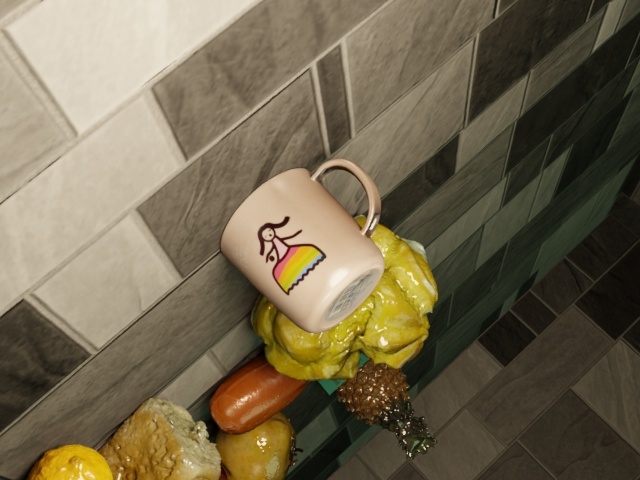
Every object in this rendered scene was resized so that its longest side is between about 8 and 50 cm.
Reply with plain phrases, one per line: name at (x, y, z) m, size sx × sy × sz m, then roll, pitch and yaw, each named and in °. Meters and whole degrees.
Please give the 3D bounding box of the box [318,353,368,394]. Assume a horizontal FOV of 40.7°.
box at (0.075, 0.285, 2.227) m, size 0.229 × 0.041 × 0.162 m, roll -42°, pitch 147°, yaw -7°

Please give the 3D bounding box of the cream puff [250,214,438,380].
cream puff at (0.064, 0.144, 1.642) m, size 0.378 × 0.275 × 0.378 m, roll -38°, pitch 161°, yaw -15°

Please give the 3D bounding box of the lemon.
lemon at (-0.421, 0.419, 1.428) m, size 0.142 × 0.142 × 0.187 m, roll -18°, pitch 153°, yaw -51°

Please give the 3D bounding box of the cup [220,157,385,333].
cup at (0.000, 0.000, 1.341) m, size 0.253 × 0.200 × 0.191 m, roll -49°, pitch 159°, yaw 10°

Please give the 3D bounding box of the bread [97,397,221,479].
bread at (-0.292, 0.420, 1.597) m, size 0.246 × 0.195 × 0.176 m, roll -48°, pitch 156°, yaw 7°

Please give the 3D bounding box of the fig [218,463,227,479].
fig at (-0.289, 0.505, 1.815) m, size 0.203 × 0.186 × 0.250 m, roll -41°, pitch 146°, yaw -46°

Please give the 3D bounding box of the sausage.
sausage at (-0.122, 0.309, 1.815) m, size 0.258 × 0.133 × 0.133 m, roll -30°, pitch 155°, yaw -32°

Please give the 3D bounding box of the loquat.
loquat at (-0.145, 0.477, 1.966) m, size 0.213 × 0.213 × 0.213 m, roll -38°, pitch 159°, yaw -18°

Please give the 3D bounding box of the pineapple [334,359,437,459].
pineapple at (0.176, 0.434, 2.315) m, size 0.202 × 0.362 × 0.202 m, roll -23°, pitch 138°, yaw -22°
